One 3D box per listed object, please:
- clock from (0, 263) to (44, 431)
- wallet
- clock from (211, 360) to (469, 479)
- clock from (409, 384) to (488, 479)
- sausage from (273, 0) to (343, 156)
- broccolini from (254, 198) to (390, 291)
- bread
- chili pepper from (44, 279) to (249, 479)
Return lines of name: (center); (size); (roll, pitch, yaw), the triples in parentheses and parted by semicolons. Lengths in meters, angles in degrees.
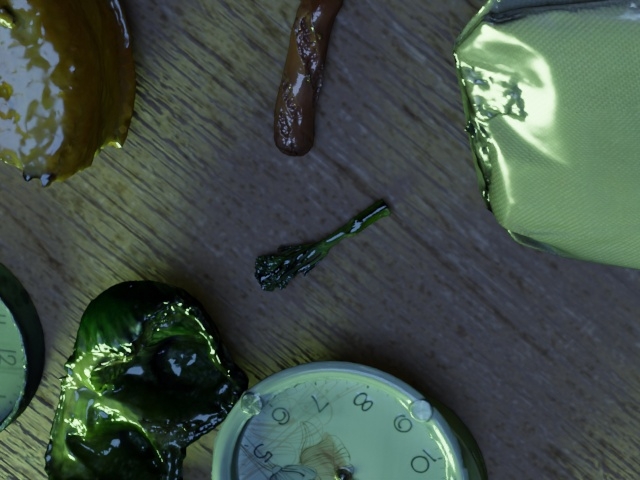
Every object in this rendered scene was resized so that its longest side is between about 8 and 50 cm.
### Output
clock: (-0.370, 0.101, 1.520); (0.215, 0.042, 0.215); (3, 108, 9)
wallet: (0.249, -0.081, 1.276); (0.274, 0.068, 0.335); (4, 140, 18)
clock: (0.020, 0.212, 1.450); (0.236, 0.053, 0.236); (3, 108, 9)
clock: (0.041, 0.237, 1.500); (0.235, 0.029, 0.235); (4, 109, 11)
sausage: (-0.012, -0.149, 1.378); (0.036, 0.042, 0.158); (30, 114, 40)
broccolini: (0.000, 0.000, 1.433); (0.140, 0.030, 0.035); (-34, 63, 14)
bread: (-0.304, -0.197, 1.327); (0.340, 0.194, 0.179); (24, 111, -3)
chili pepper: (-0.161, 0.143, 1.467); (0.148, 0.116, 0.264); (34, 119, 31)
